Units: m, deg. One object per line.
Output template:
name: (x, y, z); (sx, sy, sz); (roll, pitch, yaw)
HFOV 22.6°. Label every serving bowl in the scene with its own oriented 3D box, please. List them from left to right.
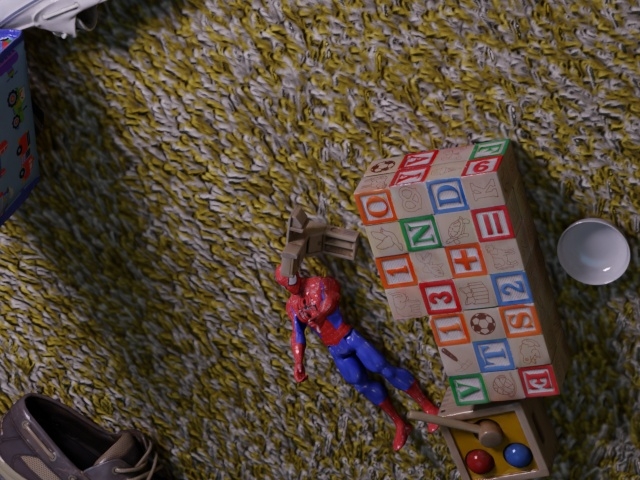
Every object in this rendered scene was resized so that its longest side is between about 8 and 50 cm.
serving bowl: (0.312, 0.008, 1.823); (0.083, 0.027, 0.083); (8, 121, 13)

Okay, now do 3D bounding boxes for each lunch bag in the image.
lunch bag: (-0.428, -0.072, 1.784); (0.138, 0.293, 0.221); (8, 132, 8)

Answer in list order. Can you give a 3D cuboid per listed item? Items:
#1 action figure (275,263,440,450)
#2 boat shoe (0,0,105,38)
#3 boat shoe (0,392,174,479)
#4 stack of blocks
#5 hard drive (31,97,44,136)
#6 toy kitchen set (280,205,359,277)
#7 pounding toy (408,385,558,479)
action figure: (0.028, 0.150, 1.941); (0.091, 0.139, 0.280); (-33, 102, 29)
boat shoe: (-0.289, -0.271, 1.823); (0.258, 0.095, 0.084); (-23, 105, 29)
boat shoe: (-0.279, 0.323, 2.141); (0.355, 0.132, 0.130); (26, 124, 1)
stack of blocks: (0.168, 0.043, 1.856); (0.171, 0.087, 0.297); (-9, 116, 23)
hard drive: (-0.469, -0.149, 1.977); (0.255, 0.054, 0.172); (-27, 108, 29)
toy kitchen set: (0.000, 0.000, 1.889); (0.075, 0.083, 0.068); (13, 123, 11)
pounding toy: (0.198, 0.228, 1.944); (0.130, 0.100, 0.141); (-14, 114, 24)
